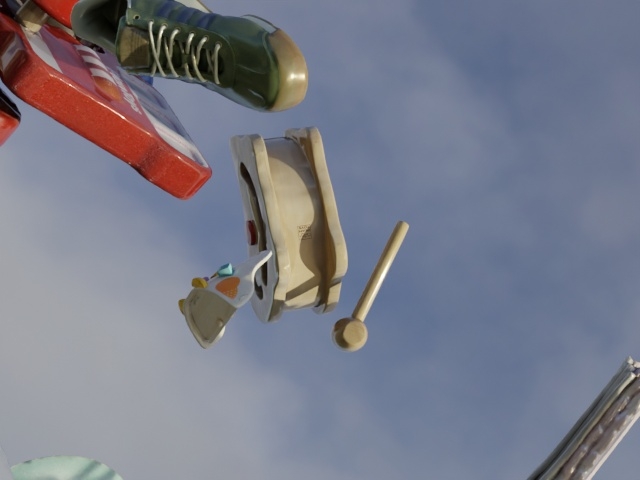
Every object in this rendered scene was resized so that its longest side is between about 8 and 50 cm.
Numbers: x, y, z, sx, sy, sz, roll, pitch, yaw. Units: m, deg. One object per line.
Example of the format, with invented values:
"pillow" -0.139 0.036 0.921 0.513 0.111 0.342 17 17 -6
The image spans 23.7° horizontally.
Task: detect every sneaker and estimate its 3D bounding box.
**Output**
"sneaker" -0.099 -0.130 1.043 0.192 0.086 0.064 34 -51 42

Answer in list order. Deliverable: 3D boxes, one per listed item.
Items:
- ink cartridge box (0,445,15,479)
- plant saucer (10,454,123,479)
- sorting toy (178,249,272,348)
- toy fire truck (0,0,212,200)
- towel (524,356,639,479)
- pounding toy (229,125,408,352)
"ink cartridge box" -0.319 0.251 1.162 0.191 0.082 0.139 -30 -108 19
"plant saucer" -0.242 0.281 1.331 0.037 0.195 0.195 41 -29 50
"sorting toy" -0.072 0.038 1.242 0.045 0.075 0.083 46 -35 6
"toy fire truck" -0.239 -0.167 1.394 0.254 0.169 0.302 35 11 -38
"towel" 0.257 0.272 1.675 0.053 0.332 0.317 39 -1 14
"pounding toy" 0.000 0.000 1.653 0.154 0.155 0.269 129 -50 -69
